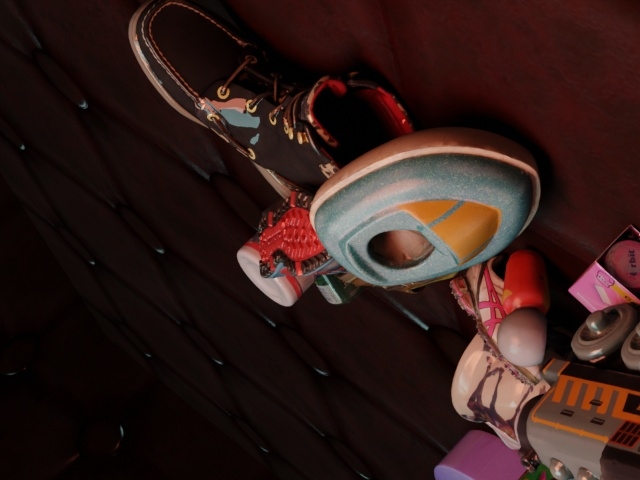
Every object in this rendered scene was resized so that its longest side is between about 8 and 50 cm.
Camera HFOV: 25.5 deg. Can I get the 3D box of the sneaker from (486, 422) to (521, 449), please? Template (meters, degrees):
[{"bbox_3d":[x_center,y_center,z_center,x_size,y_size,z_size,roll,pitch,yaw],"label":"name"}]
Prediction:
[{"bbox_3d":[0.274,0.263,2.132,0.134,0.051,0.070,44,161,-7],"label":"sneaker"}]

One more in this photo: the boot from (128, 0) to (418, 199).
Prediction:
[{"bbox_3d":[-0.047,-0.169,1.724,0.377,0.138,0.284,47,164,-19],"label":"boot"}]

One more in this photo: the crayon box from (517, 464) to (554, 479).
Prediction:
[{"bbox_3d":[0.398,0.412,1.995,0.278,0.165,0.081,49,162,-15],"label":"crayon box"}]

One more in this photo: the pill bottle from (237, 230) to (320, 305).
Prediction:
[{"bbox_3d":[-0.019,-0.006,1.958,0.108,0.180,0.108,40,162,16],"label":"pill bottle"}]

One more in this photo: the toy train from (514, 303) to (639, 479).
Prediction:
[{"bbox_3d":[0.314,0.169,1.353,0.142,0.190,0.334,51,164,-18],"label":"toy train"}]

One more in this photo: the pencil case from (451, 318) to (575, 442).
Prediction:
[{"bbox_3d":[0.346,0.231,1.705,0.410,0.160,0.183,29,138,40],"label":"pencil case"}]

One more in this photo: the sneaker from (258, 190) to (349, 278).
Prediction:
[{"bbox_3d":[0.007,-0.007,1.770,0.262,0.125,0.104,172,96,-72],"label":"sneaker"}]

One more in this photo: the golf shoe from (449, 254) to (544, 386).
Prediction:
[{"bbox_3d":[0.227,0.092,1.699,0.067,0.086,0.186,41,-164,-49],"label":"golf shoe"}]

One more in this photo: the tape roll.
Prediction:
[{"bbox_3d":[0.322,0.444,2.367,0.275,0.090,0.275,41,163,15],"label":"tape roll"}]

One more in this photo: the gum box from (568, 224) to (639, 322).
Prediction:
[{"bbox_3d":[0.363,0.081,1.490,0.188,0.062,0.107,43,163,8],"label":"gum box"}]

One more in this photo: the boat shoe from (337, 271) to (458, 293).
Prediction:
[{"bbox_3d":[0.106,0.027,1.869,0.104,0.111,0.307,32,170,-8],"label":"boat shoe"}]

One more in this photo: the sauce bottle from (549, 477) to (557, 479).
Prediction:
[{"bbox_3d":[0.441,0.370,1.775,0.344,0.111,0.111,2,137,39],"label":"sauce bottle"}]

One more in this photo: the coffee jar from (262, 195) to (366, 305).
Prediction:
[{"bbox_3d":[0.000,0.000,2.072,0.184,0.096,0.079,52,163,-20],"label":"coffee jar"}]

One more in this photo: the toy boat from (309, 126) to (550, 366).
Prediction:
[{"bbox_3d":[0.159,0.012,1.571,0.267,0.148,0.318,-25,130,34],"label":"toy boat"}]
